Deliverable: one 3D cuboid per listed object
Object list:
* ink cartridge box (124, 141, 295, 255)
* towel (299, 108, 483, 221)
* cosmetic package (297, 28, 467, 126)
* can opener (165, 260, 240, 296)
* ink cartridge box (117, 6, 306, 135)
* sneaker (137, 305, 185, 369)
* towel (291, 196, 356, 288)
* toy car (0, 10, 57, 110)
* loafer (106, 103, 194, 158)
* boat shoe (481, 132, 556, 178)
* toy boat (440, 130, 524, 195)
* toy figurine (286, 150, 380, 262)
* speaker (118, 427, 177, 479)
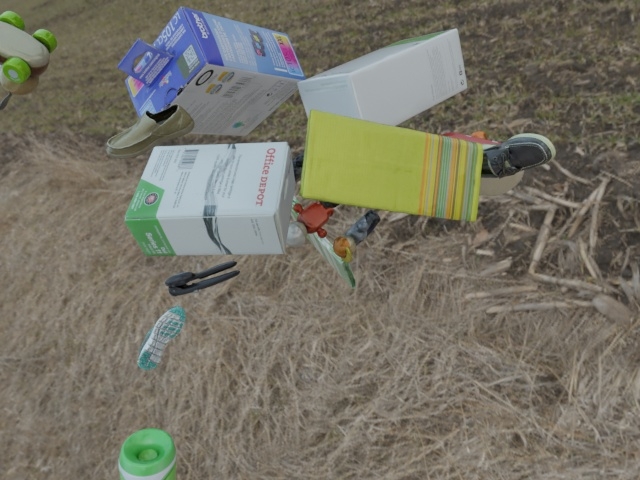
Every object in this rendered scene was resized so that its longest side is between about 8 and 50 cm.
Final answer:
[{"bbox_3d":[-0.147,-0.060,0.739,0.208,0.087,0.153,0,49,8],"label":"ink cartridge box"},{"bbox_3d":[0.091,-0.085,0.617,0.021,0.237,0.102,-176,92,-69],"label":"towel"},{"bbox_3d":[0.154,-0.363,1.218,0.365,0.155,0.196,-31,27,-31],"label":"cosmetic package"},{"bbox_3d":[-0.294,0.098,1.301,0.185,0.059,0.073,-12,0,-14],"label":"can opener"},{"bbox_3d":[-0.263,-0.381,1.218,0.269,0.151,0.395,-31,-10,37],"label":"ink cartridge box"},{"bbox_3d":[-0.389,0.224,1.241,0.167,0.065,0.076,-55,31,-4],"label":"sneaker"},{"bbox_3d":[0.000,0.000,1.716,0.038,0.248,0.325,-39,64,-7],"label":"towel"},{"bbox_3d":[-0.720,-0.398,1.201,0.188,0.148,0.155,-46,24,44],"label":"toy car"},{"bbox_3d":[-0.281,-0.182,0.839,0.147,0.050,0.056,-28,47,-14],"label":"loafer"},{"bbox_3d":[0.256,-0.110,0.723,0.049,0.056,0.152,-42,15,-19],"label":"boat shoe"},{"bbox_3d":[0.386,-0.210,1.271,0.230,0.151,0.151,15,55,11],"label":"toy boat"},{"bbox_3d":[0.005,-0.073,1.087,0.209,0.213,0.148,20,47,35],"label":"toy figurine"},{"bbox_3d":[-0.389,0.578,1.173,0.131,0.297,0.131,6,24,-3],"label":"speaker"}]
